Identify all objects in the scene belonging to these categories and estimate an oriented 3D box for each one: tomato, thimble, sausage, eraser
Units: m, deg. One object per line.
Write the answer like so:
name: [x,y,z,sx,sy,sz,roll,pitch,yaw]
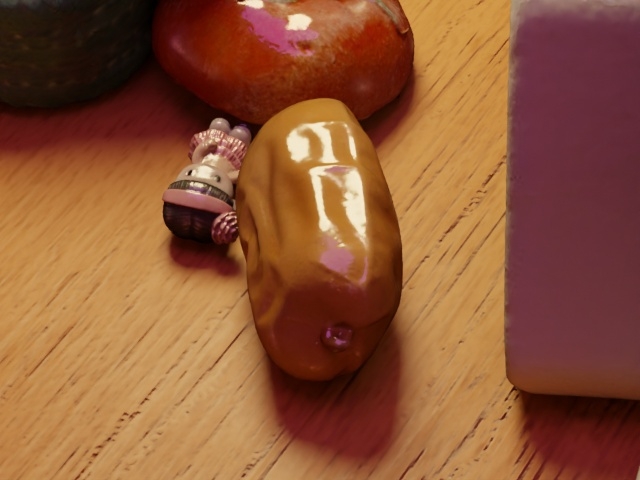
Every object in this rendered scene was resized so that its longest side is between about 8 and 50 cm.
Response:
tomato: [-0.030,-0.199,1.685,0.236,0.095,0.237,7,38,-5]
thimble: [-0.234,-0.225,1.713,0.235,0.143,0.198,-20,48,-15]
sausage: [-0.001,0.000,1.487,0.120,0.136,0.241,-2,49,-9]
eraser: [0.214,-0.086,1.433,0.150,0.331,0.331,5,45,9]

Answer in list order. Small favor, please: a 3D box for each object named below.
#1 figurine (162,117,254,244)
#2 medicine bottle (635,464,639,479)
figurine: [-0.085,-0.045,1.593,0.072,0.054,0.129,20,40,2]
medicine bottle: [0.300,0.197,1.289,0.186,0.103,0.103,13,47,15]
